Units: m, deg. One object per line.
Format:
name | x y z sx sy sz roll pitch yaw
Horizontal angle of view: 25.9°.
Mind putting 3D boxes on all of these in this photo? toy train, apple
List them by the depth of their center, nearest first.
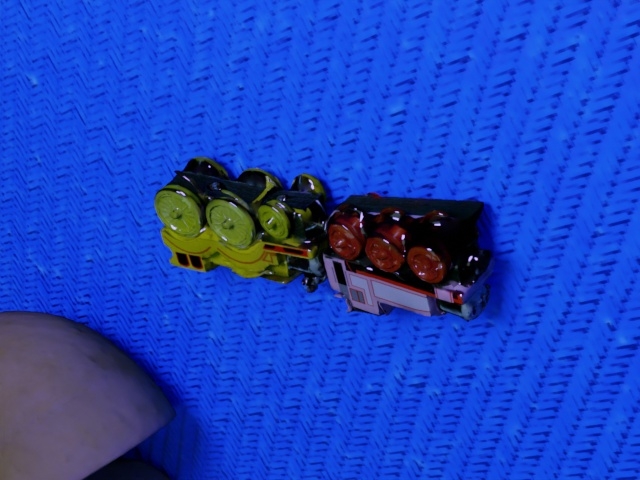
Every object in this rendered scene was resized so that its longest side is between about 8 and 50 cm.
toy train | 0.000 0.000 0.873 0.250 0.053 0.085 11 131 36
apple | -0.239 0.203 1.065 0.292 0.254 0.291 25 130 35
